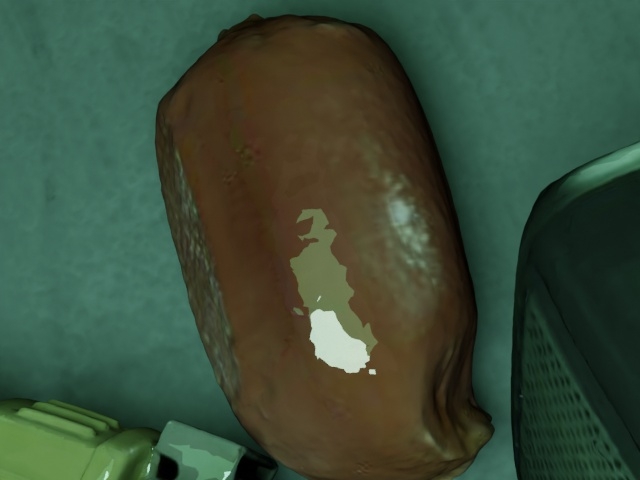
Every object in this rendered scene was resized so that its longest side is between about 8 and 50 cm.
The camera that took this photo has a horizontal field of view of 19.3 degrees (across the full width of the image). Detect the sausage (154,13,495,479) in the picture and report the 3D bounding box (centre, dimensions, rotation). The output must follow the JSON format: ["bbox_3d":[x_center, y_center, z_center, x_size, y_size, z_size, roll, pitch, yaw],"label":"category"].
[{"bbox_3d":[0.000,0.000,0.927,0.148,0.148,0.254,-16,70,5],"label":"sausage"}]

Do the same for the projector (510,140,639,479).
[{"bbox_3d":[0.324,0.112,0.711,0.395,0.242,0.405,-20,54,-12],"label":"projector"}]

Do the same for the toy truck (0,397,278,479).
[{"bbox_3d":[-0.162,0.265,0.885,0.254,0.180,0.405,21,83,15],"label":"toy truck"}]
